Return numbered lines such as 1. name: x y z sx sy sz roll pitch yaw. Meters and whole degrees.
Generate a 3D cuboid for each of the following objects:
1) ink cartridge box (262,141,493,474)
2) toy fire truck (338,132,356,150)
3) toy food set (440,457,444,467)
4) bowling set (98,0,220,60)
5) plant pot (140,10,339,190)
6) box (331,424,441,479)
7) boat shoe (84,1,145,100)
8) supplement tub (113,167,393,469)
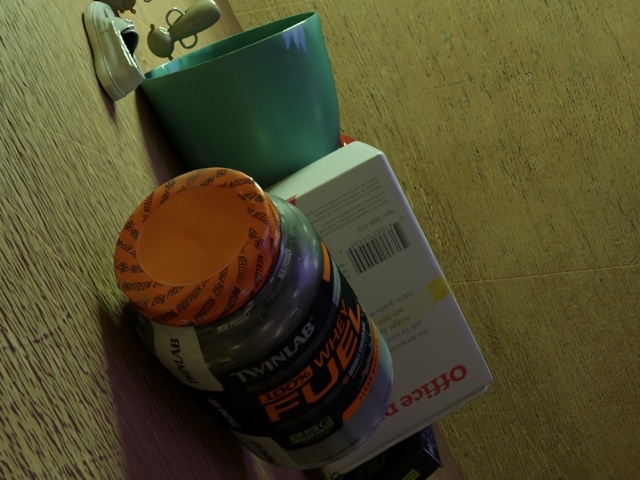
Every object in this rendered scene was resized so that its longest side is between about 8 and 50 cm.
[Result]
1. ink cartridge box: 0.032 0.094 1.457 0.385 0.279 0.160 63 -5 -15
2. toy fire truck: 0.000 0.000 1.701 0.169 0.302 0.254 17 30 -23
3. toy food set: 0.236 0.526 2.586 0.128 0.071 0.218 37 -18 44
4. bowling set: -0.301 -0.428 1.593 0.287 0.154 0.200 60 -11 -32
5. plant pot: -0.102 -0.193 1.575 0.293 0.293 0.235 -96 165 -72
6. box: 0.092 0.337 1.494 0.045 0.184 0.191 41 11 -8
7. boat shoe: -0.273 -0.266 1.370 0.066 0.063 0.184 59 9 -45
8. supplement tub: -0.064 0.088 1.072 0.338 0.207 0.207 57 10 -49
